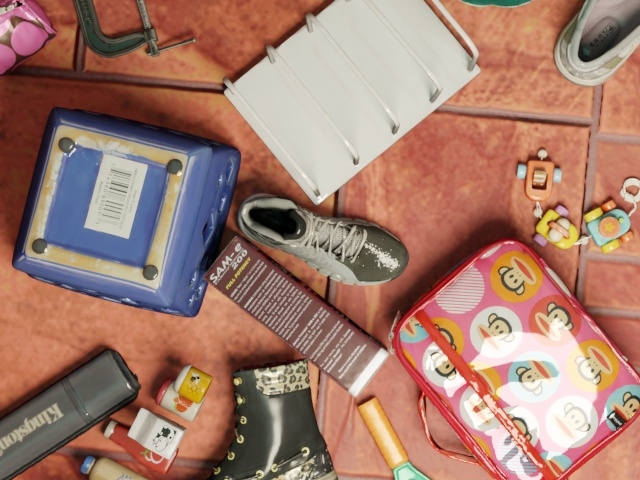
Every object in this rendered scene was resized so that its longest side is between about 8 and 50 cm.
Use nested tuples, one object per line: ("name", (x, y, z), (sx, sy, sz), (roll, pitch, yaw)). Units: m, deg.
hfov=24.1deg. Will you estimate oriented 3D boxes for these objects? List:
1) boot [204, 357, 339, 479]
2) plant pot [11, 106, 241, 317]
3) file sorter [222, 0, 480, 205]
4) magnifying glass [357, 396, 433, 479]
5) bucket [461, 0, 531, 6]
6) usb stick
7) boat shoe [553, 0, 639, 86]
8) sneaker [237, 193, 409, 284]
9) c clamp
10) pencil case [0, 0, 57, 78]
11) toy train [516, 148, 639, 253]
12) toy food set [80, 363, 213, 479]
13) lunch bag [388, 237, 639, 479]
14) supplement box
("boot", (-0.106, 0.252, 1.898), (0.236, 0.085, 0.179), (-11, 93, -6))
("plant pot", (-0.244, -0.039, 1.857), (0.236, 0.212, 0.236), (15, 88, 3))
("file sorter", (0.040, -0.208, 1.876), (0.277, 0.173, 0.193), (-39, 88, -1))
("magnifying glass", (0.114, 0.309, 1.925), (0.092, 0.026, 0.231), (-28, 86, 0))
("bucket", (0.215, -0.431, 1.846), (0.281, 0.183, 0.281), (1, 105, 3))
("usb stick", (-0.359, 0.239, 1.931), (0.278, 0.045, 0.077), (-33, 88, 0))
("boat shoe", (0.416, -0.335, 1.904), (0.118, 0.103, 0.320), (40, 89, 3))
("sneaker", (0.000, 0.000, 1.887), (0.228, 0.132, 0.086), (16, 88, 2))
("c clamp", (-0.253, -0.308, 1.966), (0.137, 0.022, 0.161), (-22, 89, 6))
("pencil case", (-0.446, -0.240, 1.927), (0.209, 0.098, 0.095), (-40, 87, 0))
("toy train", (0.330, -0.048, 1.923), (0.166, 0.046, 0.125), (10, 88, 2))
("toy food set", (-0.232, 0.249, 1.893), (0.104, 0.111, 0.232), (27, 91, 2))
("lunch bag", (0.232, 0.168, 1.888), (0.258, 0.120, 0.293), (-40, 86, 4))
("supplement box", (-0.028, 0.093, 1.886), (0.239, 0.130, 0.073), (37, 90, 2))
